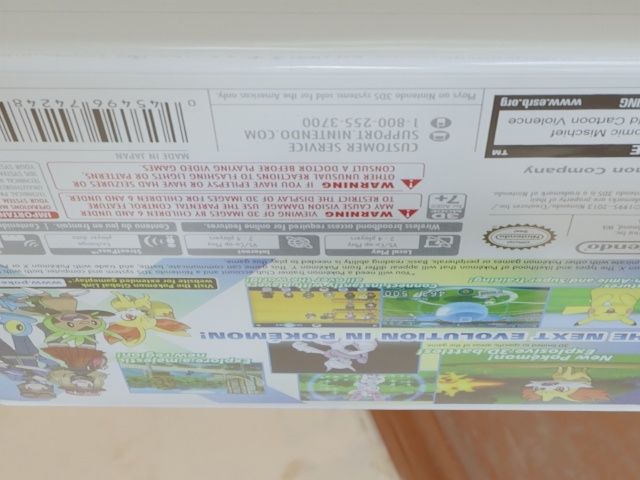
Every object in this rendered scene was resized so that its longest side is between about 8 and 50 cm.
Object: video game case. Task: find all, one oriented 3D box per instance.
[{"bbox_3d":[0.000,0.000,0.548,0.300,0.329,0.036,88,-177,-62],"label":"video game case"}]
